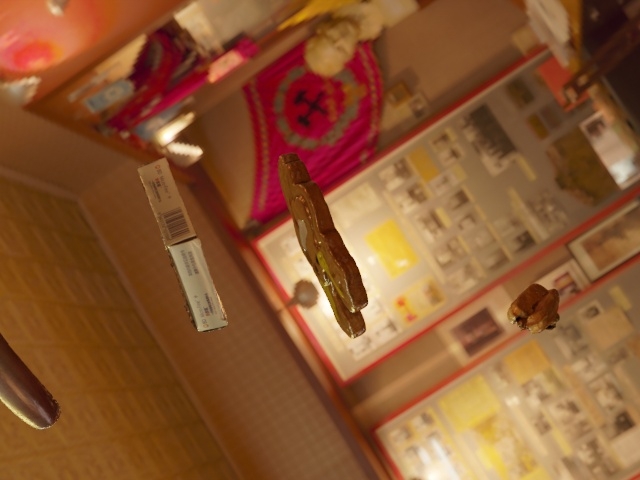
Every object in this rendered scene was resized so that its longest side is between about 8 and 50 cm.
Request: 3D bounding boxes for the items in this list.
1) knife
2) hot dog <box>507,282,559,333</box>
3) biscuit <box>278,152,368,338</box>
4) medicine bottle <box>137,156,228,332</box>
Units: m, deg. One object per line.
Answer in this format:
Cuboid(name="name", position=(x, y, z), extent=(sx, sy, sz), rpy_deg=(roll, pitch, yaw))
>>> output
Cuboid(name="knife", position=(-0.346, 0.115, 1.143), extent=(0.053, 0.123, 0.278), rpy_deg=(-99, -11, -50))
Cuboid(name="hot dog", position=(0.262, 0.088, 1.363), extent=(0.056, 0.041, 0.133), rpy_deg=(19, -159, 20))
Cuboid(name="biscuit", position=(-0.003, 0.001, 1.682), extent=(0.186, 0.044, 0.295), rpy_deg=(93, 155, -57))
Cuboid(name="medicine bottle", position=(-0.195, 0.010, 1.575), extent=(0.201, 0.052, 0.171), rpy_deg=(78, 169, -48))
